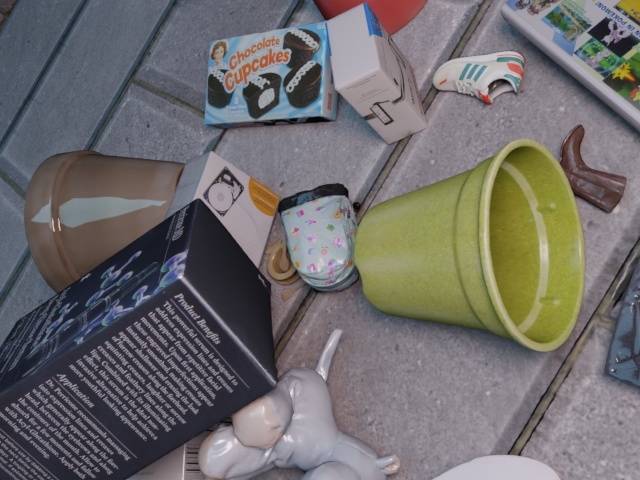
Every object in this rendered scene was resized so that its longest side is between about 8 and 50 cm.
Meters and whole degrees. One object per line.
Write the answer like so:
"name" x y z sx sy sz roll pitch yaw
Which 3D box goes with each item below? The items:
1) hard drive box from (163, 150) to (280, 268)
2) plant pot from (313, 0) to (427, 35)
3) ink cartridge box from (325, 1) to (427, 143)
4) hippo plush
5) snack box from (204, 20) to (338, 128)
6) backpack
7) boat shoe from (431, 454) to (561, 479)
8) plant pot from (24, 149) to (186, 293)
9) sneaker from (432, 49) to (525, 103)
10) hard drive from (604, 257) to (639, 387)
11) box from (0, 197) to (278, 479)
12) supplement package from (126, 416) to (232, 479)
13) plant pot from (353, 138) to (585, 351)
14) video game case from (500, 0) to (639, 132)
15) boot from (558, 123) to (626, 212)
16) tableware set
"hard drive box" -0.194 -0.018 1.199 0.089 0.181 0.232 -9 59 46
"plant pot" 0.061 -0.559 1.222 0.275 0.243 0.275 -12 66 30
"ink cartridge box" 0.099 -0.284 1.114 0.086 0.203 0.148 -21 62 25
"hippo plush" -0.026 0.337 0.983 0.236 0.294 0.234 47 122 11
"snack box" -0.106 -0.337 1.340 0.322 0.060 0.187 3 89 36
"backpack" 0.000 0.000 1.122 0.152 0.115 0.182 -19 67 14
"boat shoe" 0.180 0.382 0.868 0.301 0.102 0.108 -22 51 2
"plant pot" -0.380 -0.043 1.318 0.280 0.323 0.323 -8 67 14
"sneaker" 0.263 -0.268 1.086 0.161 0.057 0.075 -3 65 31
"hard drive" 0.480 0.081 0.803 0.172 0.054 0.254 19 84 38
"box" -0.284 0.165 0.962 0.395 0.212 0.293 -33 22 7
"supplement package" -0.260 0.349 1.150 0.194 0.149 0.203 -15 65 30
"plant pot" 0.196 0.016 0.916 0.254 0.276 0.276 -7 68 44
"video game case" 0.486 -0.346 0.935 0.300 0.036 0.329 -39 61 7
"boot" 0.403 -0.106 0.939 0.114 0.037 0.106 31 104 42
"tableware set" -0.110 0.068 1.225 0.194 0.039 0.128 -37 55 18
